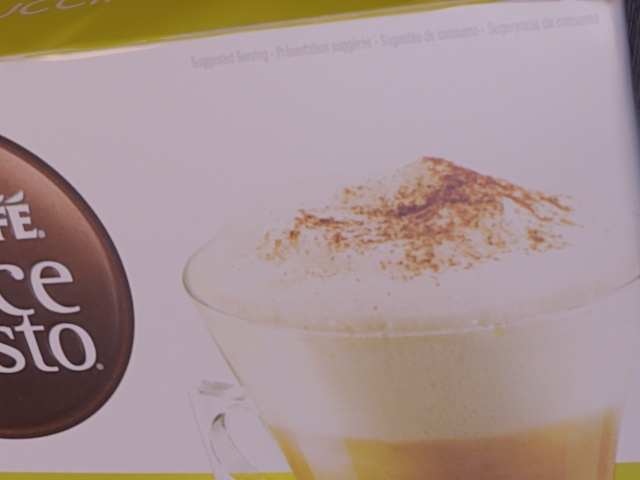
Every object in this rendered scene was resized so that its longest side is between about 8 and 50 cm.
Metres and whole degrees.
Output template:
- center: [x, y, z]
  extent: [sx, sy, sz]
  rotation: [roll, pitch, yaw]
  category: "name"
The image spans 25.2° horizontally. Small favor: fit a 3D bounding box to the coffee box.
- center: [0.000, 0.000, 0.670]
  extent: [0.337, 0.338, 0.334]
  rotation: [-4, 117, 18]
  category: "coffee box"
